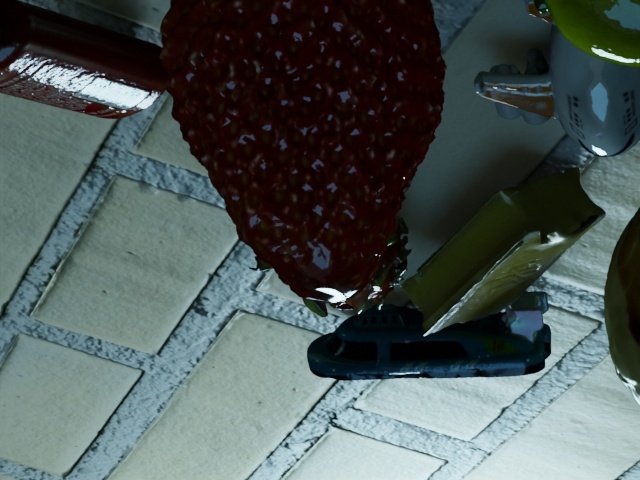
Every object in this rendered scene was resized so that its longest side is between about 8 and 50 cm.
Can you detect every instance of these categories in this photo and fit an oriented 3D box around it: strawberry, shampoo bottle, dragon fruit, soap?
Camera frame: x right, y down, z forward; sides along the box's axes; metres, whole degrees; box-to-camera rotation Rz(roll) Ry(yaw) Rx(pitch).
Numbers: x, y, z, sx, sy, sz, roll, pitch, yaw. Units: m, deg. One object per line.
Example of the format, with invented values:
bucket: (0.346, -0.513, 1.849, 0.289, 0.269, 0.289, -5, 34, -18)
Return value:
strawberry: (0.000, -0.106, 1.731, 0.267, 0.351, 0.312, -16, 152, 17)
shampoo bottle: (-0.276, -0.180, 1.802, 0.118, 0.076, 0.314, -14, 168, 29)
dragon fruit: (-0.002, 0.002, 2.057, 0.235, 0.135, 0.137, 12, 114, -35)
soap: (0.202, 0.015, 2.066, 0.135, 0.076, 0.233, -15, 160, -38)

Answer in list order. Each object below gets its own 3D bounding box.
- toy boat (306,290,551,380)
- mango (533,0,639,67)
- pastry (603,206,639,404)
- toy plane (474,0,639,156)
toy boat: (0.128, 0.109, 2.247, 0.298, 0.134, 0.092, -2, 107, 14)
mango: (0.319, -0.242, 1.652, 0.273, 0.185, 0.149, 11, 170, -6)
pastry: (0.470, 0.044, 1.879, 0.388, 0.388, 0.313, -14, 123, 26)
toy plane: (0.274, -0.164, 1.822, 0.244, 0.117, 0.245, 3, 143, 2)
